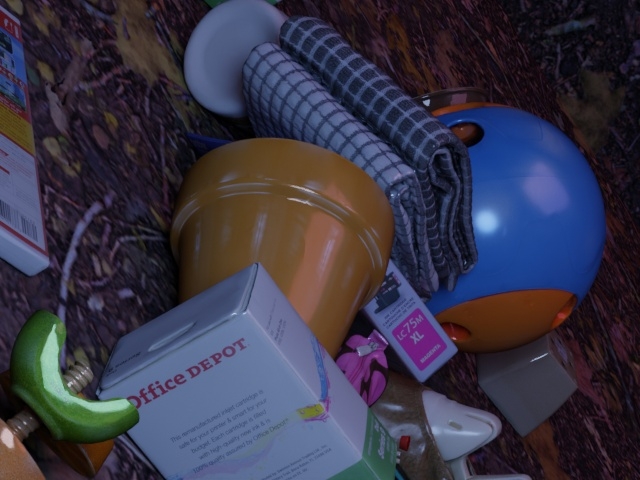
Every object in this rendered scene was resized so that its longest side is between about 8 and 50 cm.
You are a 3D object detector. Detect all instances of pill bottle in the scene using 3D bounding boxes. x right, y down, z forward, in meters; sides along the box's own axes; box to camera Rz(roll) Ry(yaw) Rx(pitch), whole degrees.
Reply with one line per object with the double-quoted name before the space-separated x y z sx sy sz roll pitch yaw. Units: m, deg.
"pill bottle" -0.038 -0.169 2.112 0.229 0.131 0.131 27 38 -57

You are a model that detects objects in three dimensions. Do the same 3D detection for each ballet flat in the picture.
"ballet flat" 0.154 0.257 1.998 0.342 0.124 0.116 62 19 6

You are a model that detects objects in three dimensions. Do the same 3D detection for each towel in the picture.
"towel" 0.050 -0.078 1.969 0.235 0.121 0.284 42 -14 27

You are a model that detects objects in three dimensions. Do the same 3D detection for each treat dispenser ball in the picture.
"treat dispenser ball" 0.182 -0.014 2.199 0.288 0.288 0.288 49 22 -28

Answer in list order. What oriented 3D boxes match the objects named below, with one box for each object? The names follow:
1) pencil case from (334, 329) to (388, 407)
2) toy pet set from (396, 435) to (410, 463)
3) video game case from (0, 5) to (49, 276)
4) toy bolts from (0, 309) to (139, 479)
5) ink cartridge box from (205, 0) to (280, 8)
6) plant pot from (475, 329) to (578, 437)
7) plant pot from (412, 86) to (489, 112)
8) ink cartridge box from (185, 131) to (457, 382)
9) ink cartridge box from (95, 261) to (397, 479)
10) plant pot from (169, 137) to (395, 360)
"pencil case" 0.009 0.156 1.821 0.095 0.098 0.209 49 21 -8
"toy pet set" 0.035 0.252 1.819 0.114 0.065 0.122 -46 143 -64
"video game case" -0.304 -0.127 1.558 0.204 0.025 0.285 39 29 -45
"toy bolts" -0.185 0.192 1.317 0.228 0.158 0.218 49 -20 -3
"ink cartridge box" -0.027 -0.411 2.243 0.121 0.289 0.211 44 25 -37
"plant pot" 0.267 0.164 2.446 0.109 0.096 0.109 50 23 -27
"plant pot" 0.160 -0.088 2.465 0.167 0.167 0.165 13 58 -64
"ink cartridge box" 0.000 0.000 1.952 0.311 0.065 0.186 51 -12 -20
"ink cartridge box" -0.058 0.147 1.583 0.212 0.154 0.093 52 21 -20
"plant pot" -0.046 0.045 1.731 0.205 0.205 0.188 46 39 -34
